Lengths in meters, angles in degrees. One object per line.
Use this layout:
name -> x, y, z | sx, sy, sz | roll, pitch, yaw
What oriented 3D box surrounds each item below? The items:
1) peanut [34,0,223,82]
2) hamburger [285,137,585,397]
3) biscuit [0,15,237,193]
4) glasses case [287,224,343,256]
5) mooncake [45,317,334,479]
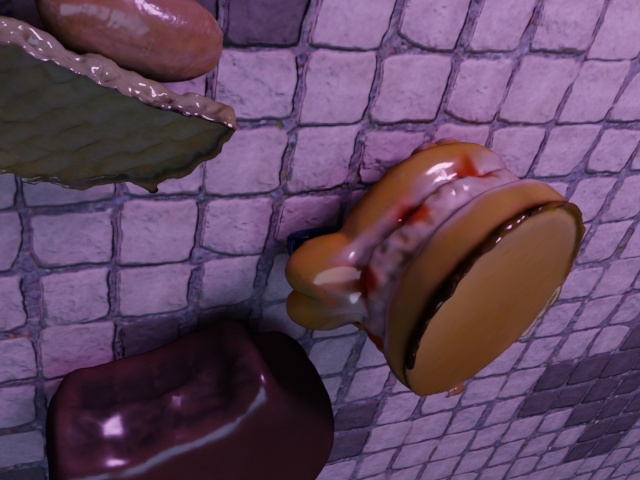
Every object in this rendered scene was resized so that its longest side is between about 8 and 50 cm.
peanut -> -0.142, -0.164, 0.500 | 0.152, 0.076, 0.076 | 11, 124, -41
hamburger -> 0.118, 0.032, 0.720 | 0.303, 0.186, 0.261 | -35, 143, -22
biscuit -> -0.220, -0.096, 0.504 | 0.274, 0.036, 0.187 | 17, 149, -36
glasses case -> 0.000, 0.000, 0.758 | 0.083, 0.023, 0.033 | -7, 130, -21
mooncake -> -0.164, 0.233, 0.784 | 0.326, 0.174, 0.334 | -43, 131, 11
